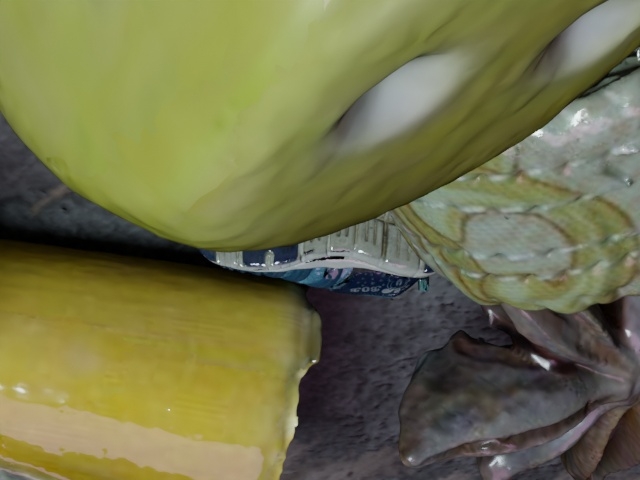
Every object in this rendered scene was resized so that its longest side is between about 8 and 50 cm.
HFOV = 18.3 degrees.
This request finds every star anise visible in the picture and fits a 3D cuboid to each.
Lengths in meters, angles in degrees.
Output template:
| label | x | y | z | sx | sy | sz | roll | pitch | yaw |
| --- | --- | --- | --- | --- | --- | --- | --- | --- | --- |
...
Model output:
| label | x | y | z | sx | sy | sz | roll | pitch | yaw |
| --- | --- | --- | --- | --- | --- | --- | --- | --- | --- |
| star anise | 0.142 | 0.062 | 1.171 | 0.257 | 0.110 | 0.198 | 15 | 117 | -45 |

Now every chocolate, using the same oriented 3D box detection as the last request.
| label | x | y | z | sx | sy | sz | roll | pitch | yaw |
| --- | --- | --- | --- | --- | --- | --- | --- | --- | --- |
| chocolate | -0.228 | 0.069 | 1.137 | 0.445 | 0.162 | 0.162 | 9 | 142 | -8 |

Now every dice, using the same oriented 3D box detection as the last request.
| label | x | y | z | sx | sy | sz | roll | pitch | yaw |
| --- | --- | --- | --- | --- | --- | --- | --- | --- | --- |
| dice | -0.001 | -0.154 | 0.711 | 0.233 | 0.238 | 0.227 | -21 | 160 | -39 |

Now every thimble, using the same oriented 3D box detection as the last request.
| label | x | y | z | sx | sy | sz | roll | pitch | yaw |
| --- | --- | --- | --- | --- | --- | --- | --- | --- | --- |
| thimble | 0.106 | -0.052 | 0.975 | 0.190 | 0.137 | 0.143 | 12 | 147 | 33 |

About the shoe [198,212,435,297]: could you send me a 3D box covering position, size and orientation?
| label | x | y | z | sx | sy | sz | roll | pitch | yaw |
| --- | --- | --- | --- | --- | --- | --- | --- | --- | --- |
| shoe | 0.000 | 0.000 | 1.127 | 0.142 | 0.064 | 0.071 | 5 | 155 | -5 |
